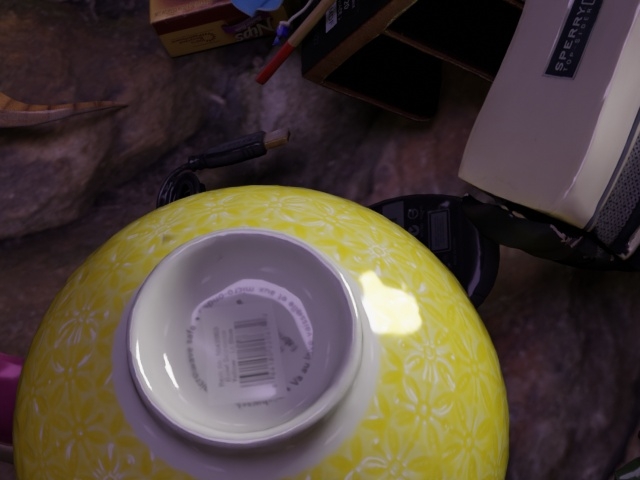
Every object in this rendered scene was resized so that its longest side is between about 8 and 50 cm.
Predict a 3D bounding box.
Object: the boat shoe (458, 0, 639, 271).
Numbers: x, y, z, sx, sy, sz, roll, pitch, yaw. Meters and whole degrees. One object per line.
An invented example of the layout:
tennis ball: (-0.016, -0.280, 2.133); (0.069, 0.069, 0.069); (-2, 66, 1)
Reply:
boat shoe: (0.215, -0.133, 0.750); (0.127, 0.158, 0.341); (27, 91, 48)

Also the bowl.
bowl: (-0.036, 0.078, 0.643); (0.289, 0.156, 0.290); (-1, 64, 1)

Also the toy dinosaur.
toy dinosaur: (-0.279, -0.105, 0.970); (0.211, 0.064, 0.112); (17, 67, 23)

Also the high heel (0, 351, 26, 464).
high heel: (-0.159, 0.081, 0.803); (0.377, 0.127, 0.181); (34, 80, 16)

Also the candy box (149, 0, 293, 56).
candy box: (-0.086, -0.251, 1.000); (0.109, 0.053, 0.187); (-12, 59, 10)

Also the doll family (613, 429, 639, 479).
doll family: (0.268, 0.119, 0.691); (0.193, 0.076, 0.111); (-8, 56, 6)

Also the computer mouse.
computer mouse: (0.000, 0.000, 0.839); (0.262, 0.060, 0.184); (-15, 63, 21)

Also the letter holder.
letter holder: (0.112, -0.244, 0.893); (0.152, 0.214, 0.302); (-34, 48, 46)

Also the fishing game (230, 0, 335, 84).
fishing game: (-0.026, -0.254, 0.869); (0.189, 0.041, 0.264); (-42, 44, 40)
